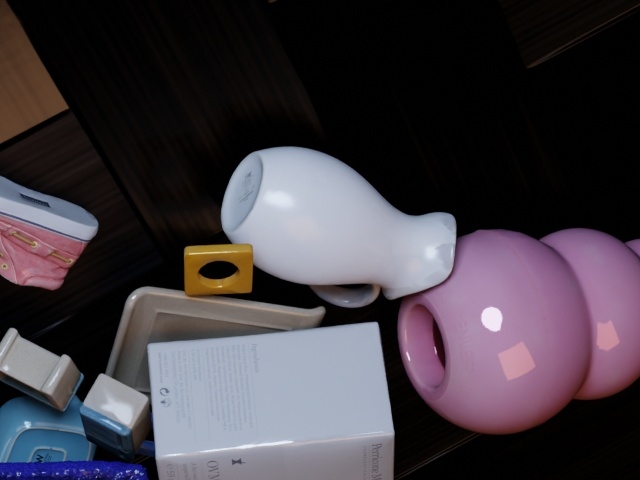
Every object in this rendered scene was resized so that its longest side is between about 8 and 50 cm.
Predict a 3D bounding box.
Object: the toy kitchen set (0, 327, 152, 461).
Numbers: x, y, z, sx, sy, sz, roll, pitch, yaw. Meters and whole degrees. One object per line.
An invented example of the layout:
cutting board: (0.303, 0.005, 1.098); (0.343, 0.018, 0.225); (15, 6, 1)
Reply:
toy kitchen set: (-0.290, 0.185, 1.665); (0.207, 0.122, 0.166); (27, 72, 6)

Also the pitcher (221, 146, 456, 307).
pitcher: (0.000, 0.000, 1.705); (0.207, 0.125, 0.178); (21, 142, -26)

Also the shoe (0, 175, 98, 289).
shoe: (-0.297, -0.012, 1.616); (0.178, 0.063, 0.081); (22, 108, -33)

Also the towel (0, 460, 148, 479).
towel: (-0.319, 0.300, 1.722); (0.228, 0.076, 0.308); (-2, 149, -32)

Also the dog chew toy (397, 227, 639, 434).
dog chew toy: (0.249, 0.079, 1.796); (0.332, 0.206, 0.206); (-9, 123, -24)

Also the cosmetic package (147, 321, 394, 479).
cosmetic package: (-0.045, 0.206, 1.719); (0.225, 0.138, 0.224); (-7, 141, -3)

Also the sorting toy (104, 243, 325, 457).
sorting toy: (-0.109, 0.103, 1.728); (0.196, 0.047, 0.347); (5, 139, -15)

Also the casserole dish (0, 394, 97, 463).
casserole dish: (-0.289, 0.238, 1.790); (0.114, 0.037, 0.188); (10, 115, -25)
